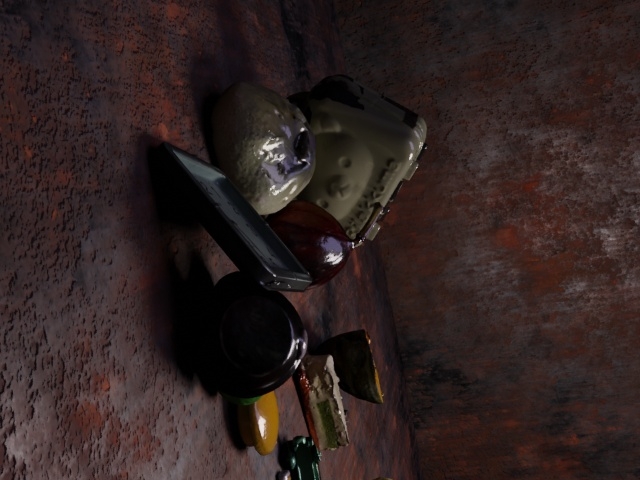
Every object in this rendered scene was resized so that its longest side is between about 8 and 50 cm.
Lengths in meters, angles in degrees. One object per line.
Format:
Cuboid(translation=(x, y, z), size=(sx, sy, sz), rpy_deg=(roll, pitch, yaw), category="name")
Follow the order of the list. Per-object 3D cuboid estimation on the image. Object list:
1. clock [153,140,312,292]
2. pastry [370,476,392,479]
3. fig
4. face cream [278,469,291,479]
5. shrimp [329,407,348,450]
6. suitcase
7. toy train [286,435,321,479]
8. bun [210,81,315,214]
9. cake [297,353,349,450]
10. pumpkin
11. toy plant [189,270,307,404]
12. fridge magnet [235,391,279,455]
Cuboid(translation=(-0.136, -0.024, 1.262), size=(0.279, 0.049, 0.273), rpy_deg=(49, 6, 13), category="clock")
Cuboid(translation=(0.064, 0.625, 1.554), size=(0.284, 0.184, 0.316), rpy_deg=(114, -13, -61), category="pastry")
Cuboid(translation=(-0.005, 0.016, 1.621), size=(0.204, 0.249, 0.186), rpy_deg=(-46, 138, -72), category="fig")
Cuboid(translation=(-0.064, 0.485, 1.515), size=(0.040, 0.021, 0.083), rpy_deg=(-2, 83, -80), category="face cream")
Cuboid(translation=(0.030, 0.425, 1.958), size=(0.219, 0.046, 0.152), rpy_deg=(-27, 110, -77), category="shrimp")
Cuboid(translation=(0.023, -0.177, 1.725), size=(0.351, 0.339, 0.194), rpy_deg=(-60, 178, 36), category="suitcase")
Cuboid(translation=(-0.029, 0.470, 1.577), size=(0.099, 0.070, 0.172), rpy_deg=(171, -91, -84), category="toy train")
Cuboid(translation=(-0.103, -0.185, 1.533), size=(0.273, 0.168, 0.273), rpy_deg=(-10, 90, -70), category="bun")
Cuboid(translation=(0.002, 0.361, 1.765), size=(0.117, 0.086, 0.220), rpy_deg=(30, 51, -76), category="cake")
Cuboid(translation=(0.075, 0.336, 1.965), size=(0.312, 0.148, 0.169), rpy_deg=(62, 18, -71), category="pumpkin")
Cuboid(translation=(-0.118, 0.147, 1.235), size=(0.235, 0.175, 0.218), rpy_deg=(142, -51, -72), category="toy plant")
Cuboid(translation=(-0.107, 0.298, 1.364), size=(0.143, 0.063, 0.143), rpy_deg=(-8, 90, -79), category="fridge magnet")
